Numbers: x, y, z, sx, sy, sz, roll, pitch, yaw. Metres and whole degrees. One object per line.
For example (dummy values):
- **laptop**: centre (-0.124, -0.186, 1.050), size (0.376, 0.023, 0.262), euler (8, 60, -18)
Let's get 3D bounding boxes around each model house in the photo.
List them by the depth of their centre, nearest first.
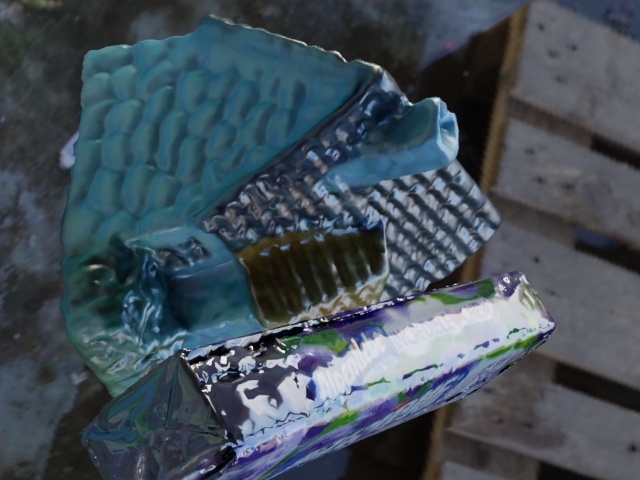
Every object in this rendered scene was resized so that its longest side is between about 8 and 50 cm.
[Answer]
- **model house**: centre (0.000, 0.000, 0.966), size (0.261, 0.241, 0.226), euler (39, 45, -57)

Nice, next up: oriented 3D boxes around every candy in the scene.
- **candy**: centre (0.014, 0.074, 0.770), size (0.312, 0.088, 0.061), euler (-11, 68, -53)
